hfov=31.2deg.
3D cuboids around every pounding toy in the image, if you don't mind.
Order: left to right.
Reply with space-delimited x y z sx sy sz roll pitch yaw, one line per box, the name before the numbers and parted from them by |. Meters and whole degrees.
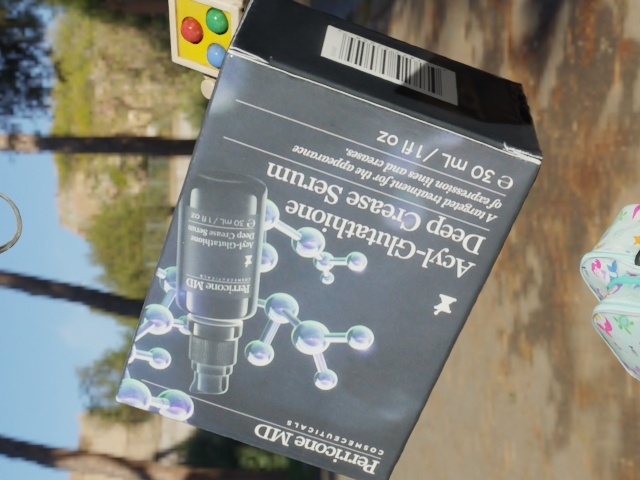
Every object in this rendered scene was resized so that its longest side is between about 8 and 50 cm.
pounding toy | -0.176 -0.295 1.734 0.094 0.181 0.206 -43 -34 -43

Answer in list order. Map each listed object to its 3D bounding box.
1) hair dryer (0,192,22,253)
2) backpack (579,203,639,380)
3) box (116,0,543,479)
hair dryer | -0.449 -0.073 1.103 0.223 0.294 0.080 52 131 30
backpack | 0.426 0.070 1.329 0.225 0.191 0.253 48 168 -29
box | 0.000 0.000 1.146 0.212 0.294 0.395 -81 11 -62
